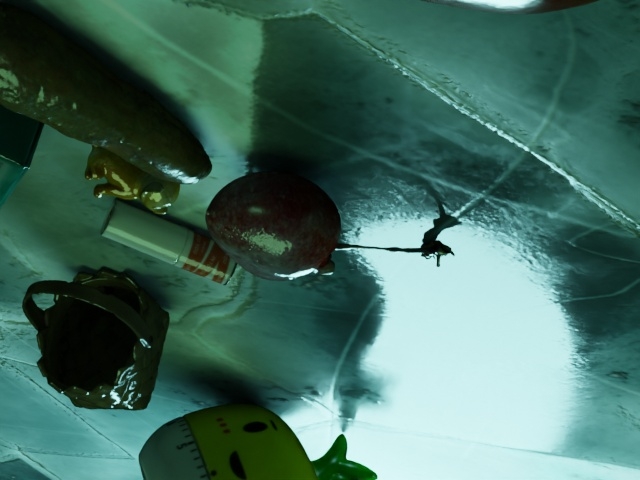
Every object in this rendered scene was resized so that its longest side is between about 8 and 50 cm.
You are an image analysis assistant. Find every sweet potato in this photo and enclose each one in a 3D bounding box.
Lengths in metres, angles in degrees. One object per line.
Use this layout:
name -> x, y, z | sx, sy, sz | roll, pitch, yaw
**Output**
sweet potato -> -0.184, -0.111, 1.233 | 0.273, 0.075, 0.075 | 29, 150, -35

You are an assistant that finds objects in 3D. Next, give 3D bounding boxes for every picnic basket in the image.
picnic basket -> -0.236, 0.093, 1.571 | 0.128, 0.138, 0.178 | 3, 153, 15

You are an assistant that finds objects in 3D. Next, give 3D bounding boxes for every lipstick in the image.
lipstick -> -0.144, 0.002, 1.460 | 0.130, 0.038, 0.038 | 23, 152, -16

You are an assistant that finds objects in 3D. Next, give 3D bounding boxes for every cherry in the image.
cherry -> 0.000, 0.000, 1.338 | 0.225, 0.090, 0.107 | 18, 143, -26

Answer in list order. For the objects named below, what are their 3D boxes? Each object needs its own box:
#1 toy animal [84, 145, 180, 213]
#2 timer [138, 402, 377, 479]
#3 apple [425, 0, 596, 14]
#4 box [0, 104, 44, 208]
toy animal -> -0.160, -0.061, 1.343 | 0.083, 0.060, 0.081 | 5, 116, 19
timer -> -0.063, 0.312, 1.827 | 0.285, 0.285, 0.285 | 12, 153, 6
apple -> 0.084, -0.217, 0.735 | 0.229, 0.230, 0.230 | 12, 153, 6
box -> -0.364, -0.117, 1.283 | 0.244, 0.092, 0.153 | 23, 152, -18
